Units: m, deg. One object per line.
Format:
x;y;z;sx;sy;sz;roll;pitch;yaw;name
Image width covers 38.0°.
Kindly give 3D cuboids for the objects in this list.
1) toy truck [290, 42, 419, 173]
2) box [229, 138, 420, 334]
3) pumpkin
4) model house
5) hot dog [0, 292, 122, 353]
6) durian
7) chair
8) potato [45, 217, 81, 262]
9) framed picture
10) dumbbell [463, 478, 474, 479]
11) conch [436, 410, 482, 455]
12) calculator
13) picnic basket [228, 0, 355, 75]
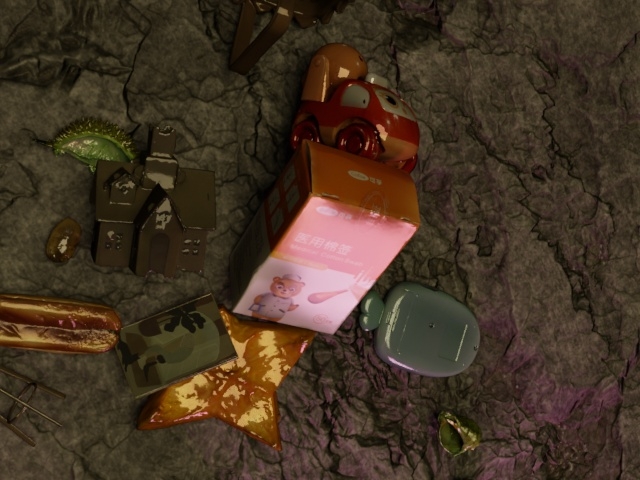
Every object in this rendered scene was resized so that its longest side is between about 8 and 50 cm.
0.069;-0.252;1.758;0.189;0.265;0.239;9;93;-54;toy truck
0.000;0.000;1.682;0.225;0.341;0.143;15;42;-24;box
-0.175;0.254;1.745;0.290;0.095;0.258;16;82;-17;pumpkin
-0.283;-0.075;1.605;0.211;0.204;0.243;4;103;-21;model house
-0.472;0.145;1.624;0.249;0.068;0.100;10;101;-22;hot dog
-0.395;-0.166;1.647;0.215;0.086;0.100;26;95;-25;durian
-0.547;0.261;1.585;0.095;0.104;0.221;-46;112;4;chair
-0.454;0.001;1.642;0.051;0.040;0.083;26;82;-28;potato
-0.267;0.192;1.695;0.201;0.010;0.136;-21;70;-11;framed picture
0.261;0.603;1.955;0.231;0.092;0.082;-40;79;-18;dumbbell
0.289;0.410;1.965;0.121;0.074;0.089;40;65;-24;conch
0.210;0.186;1.942;0.299;0.041;0.185;22;83;-24;calculator
-0.081;-0.477;1.676;0.291;0.254;0.321;18;71;-22;picnic basket
